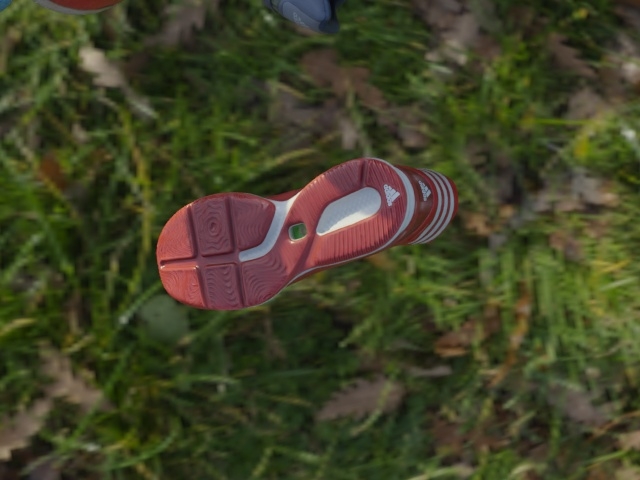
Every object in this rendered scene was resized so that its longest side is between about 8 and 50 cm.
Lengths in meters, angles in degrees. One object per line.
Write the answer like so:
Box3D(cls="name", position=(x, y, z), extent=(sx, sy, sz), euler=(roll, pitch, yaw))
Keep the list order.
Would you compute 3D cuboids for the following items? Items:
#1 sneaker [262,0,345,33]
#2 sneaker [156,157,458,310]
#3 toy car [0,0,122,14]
Box3D(cls="sneaker", position=(0.070, -0.240, 1.176), extent=(0.300, 0.111, 0.121), euler=(-38, 67, -5))
Box3D(cls="sneaker", position=(0.000, 0.000, 1.254), extent=(0.221, 0.128, 0.087), euler=(-11, 83, 36))
Box3D(cls="toy car", position=(-0.142, -0.278, 1.172), extent=(0.238, 0.219, 0.210), euler=(-23, 88, 52))
